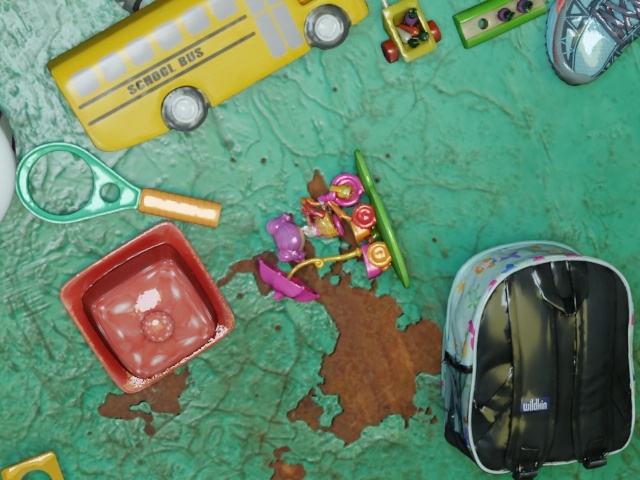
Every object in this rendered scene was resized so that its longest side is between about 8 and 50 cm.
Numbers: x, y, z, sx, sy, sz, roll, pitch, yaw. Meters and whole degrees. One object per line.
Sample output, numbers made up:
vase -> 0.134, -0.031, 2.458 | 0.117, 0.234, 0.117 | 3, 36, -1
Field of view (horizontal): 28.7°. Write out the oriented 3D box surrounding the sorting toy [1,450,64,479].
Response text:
sorting toy -> -0.299, 0.407, 1.473 | 0.196, 0.047, 0.347 | -7, 102, -17

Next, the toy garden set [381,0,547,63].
toy garden set -> 0.137, -0.336, 1.440 | 0.204, 0.049, 0.244 | -25, 105, -8

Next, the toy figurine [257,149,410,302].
toy figurine -> 0.000, 0.000, 1.447 | 0.159, 0.130, 0.173 | -20, 82, 0

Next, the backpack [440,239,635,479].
backpack -> 0.252, 0.125, 1.476 | 0.225, 0.191, 0.253 | -6, 108, -15

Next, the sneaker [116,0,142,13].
sneaker -> -0.184, -0.299, 1.380 | 0.119, 0.047, 0.057 | -46, 128, -2

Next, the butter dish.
butter dish -> -0.188, 0.086, 1.402 | 0.160, 0.118, 0.160 | -32, 106, -6

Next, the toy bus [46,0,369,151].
toy bus -> -0.120, -0.216, 1.366 | 0.333, 0.108, 0.130 | -31, 109, -6

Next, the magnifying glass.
magnifying glass -> -0.227, -0.051, 1.404 | 0.231, 0.026, 0.092 | 12, 89, -11

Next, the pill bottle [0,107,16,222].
pill bottle -> -0.385, -0.073, 1.231 | 0.169, 0.301, 0.169 | -2, 100, -13

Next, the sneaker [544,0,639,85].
sneaker -> 0.362, -0.297, 1.461 | 0.104, 0.125, 0.262 | 34, 91, -16
